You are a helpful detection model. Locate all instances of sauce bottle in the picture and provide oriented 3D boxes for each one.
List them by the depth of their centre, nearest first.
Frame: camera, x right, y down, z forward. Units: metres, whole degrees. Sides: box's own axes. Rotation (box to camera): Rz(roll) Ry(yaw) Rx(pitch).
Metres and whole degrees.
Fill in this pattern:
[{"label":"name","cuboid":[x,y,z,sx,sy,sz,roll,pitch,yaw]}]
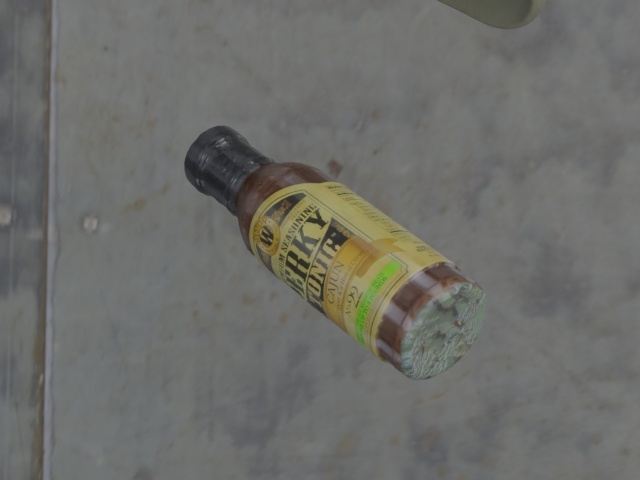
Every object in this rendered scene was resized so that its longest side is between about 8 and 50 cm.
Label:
[{"label":"sauce bottle","cuboid":[0.000,0.000,1.434,0.111,0.111,0.344,-41,51,-18]}]

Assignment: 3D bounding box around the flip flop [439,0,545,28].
[{"label":"flip flop","cuboid":[0.035,-0.218,1.143,0.277,0.112,0.080,26,65,-2]}]
